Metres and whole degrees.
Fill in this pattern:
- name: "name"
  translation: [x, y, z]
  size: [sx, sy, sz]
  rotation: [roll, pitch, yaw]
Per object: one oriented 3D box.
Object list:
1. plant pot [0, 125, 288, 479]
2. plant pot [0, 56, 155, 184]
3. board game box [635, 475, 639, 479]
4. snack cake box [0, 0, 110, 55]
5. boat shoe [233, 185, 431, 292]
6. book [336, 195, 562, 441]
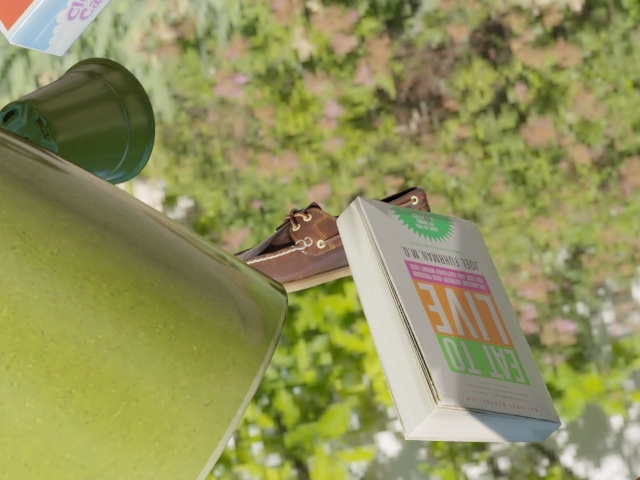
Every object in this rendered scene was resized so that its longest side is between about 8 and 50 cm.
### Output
- name: "plant pot"
  translation: [-0.214, 0.039, 0.662]
  size: [0.275, 0.293, 0.275]
  rotation: [-49, -169, 13]
- name: "plant pot"
  translation: [-0.160, -0.068, 0.940]
  size: [0.083, 0.083, 0.079]
  rotation: [-16, -176, 34]
- name: "board game box"
  translation: [0.271, 0.226, 0.444]
  size: [0.356, 0.356, 0.356]
  rotation: [-23, -179, -31]
- name: "snack cake box"
  translation: [-0.231, -0.327, 1.459]
  size: [0.264, 0.152, 0.089]
  rotation: [-45, 158, 18]
- name: "boat shoe"
  translation: [0.000, 0.000, 1.320]
  size: [0.207, 0.073, 0.073]
  rotation: [-13, -164, -16]
- name: "book"
  translation: [0.071, 0.045, 0.849]
  size: [0.096, 0.144, 0.035]
  rotation: [10, 136, -36]
